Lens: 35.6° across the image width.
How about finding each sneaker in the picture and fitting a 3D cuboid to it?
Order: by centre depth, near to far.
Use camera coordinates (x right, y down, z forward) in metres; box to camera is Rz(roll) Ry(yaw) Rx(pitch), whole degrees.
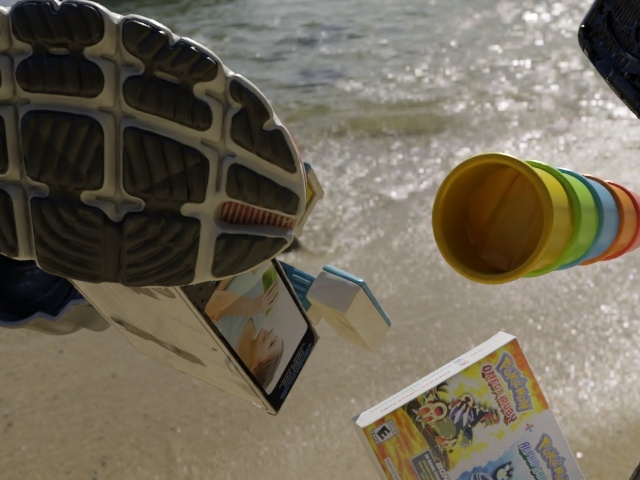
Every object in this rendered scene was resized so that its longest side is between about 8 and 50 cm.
[{"bbox_3d":[-0.131,-0.056,0.438,0.278,0.107,0.118,13,13,13],"label":"sneaker"}]

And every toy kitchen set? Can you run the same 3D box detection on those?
[{"bbox_3d":[0.000,0.000,1.137,0.207,0.122,0.166,22,73,28],"label":"toy kitchen set"}]

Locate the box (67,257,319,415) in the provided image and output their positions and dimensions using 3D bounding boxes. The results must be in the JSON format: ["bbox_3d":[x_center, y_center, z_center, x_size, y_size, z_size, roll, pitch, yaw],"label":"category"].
[{"bbox_3d":[-0.120,0.028,0.815,0.169,0.290,0.087,20,67,25],"label":"box"}]

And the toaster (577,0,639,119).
[{"bbox_3d":[0.278,-0.147,0.681,0.110,0.186,0.168,8,37,-28],"label":"toaster"}]

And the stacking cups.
[{"bbox_3d":[0.209,-0.012,0.831,0.096,0.096,0.316,12,6,35],"label":"stacking cups"}]

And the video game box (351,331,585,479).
[{"bbox_3d":[0.159,0.227,1.021,0.187,0.205,0.048,-29,9,-12],"label":"video game box"}]

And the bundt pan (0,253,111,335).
[{"bbox_3d":[-0.273,-0.035,1.147,0.330,0.124,0.331,-11,62,20],"label":"bundt pan"}]

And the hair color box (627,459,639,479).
[{"bbox_3d":[0.369,0.167,0.834,0.110,0.185,0.338,38,39,29],"label":"hair color box"}]
